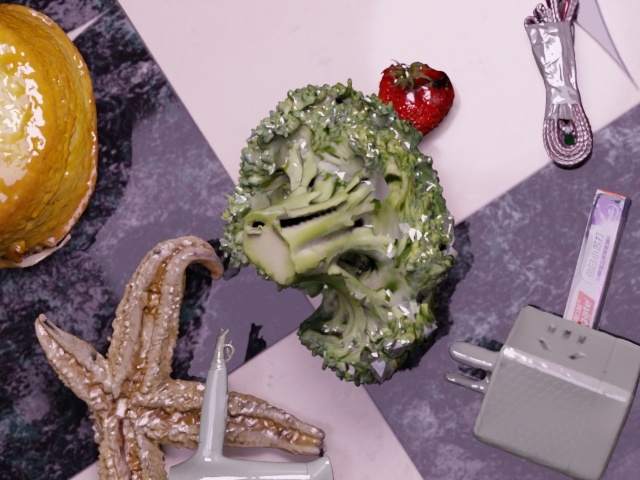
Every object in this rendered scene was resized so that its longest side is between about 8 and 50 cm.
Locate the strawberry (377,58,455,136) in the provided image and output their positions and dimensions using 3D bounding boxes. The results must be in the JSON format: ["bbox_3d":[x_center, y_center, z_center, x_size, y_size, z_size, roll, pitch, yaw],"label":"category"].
[{"bbox_3d":[0.119,-0.174,1.896,0.106,0.106,0.106,0,89,11],"label":"strawberry"}]

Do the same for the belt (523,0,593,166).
[{"bbox_3d":[0.298,-0.207,1.880,0.071,0.053,0.232,-6,88,11],"label":"belt"}]

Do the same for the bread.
[{"bbox_3d":[-0.469,-0.134,1.948,0.337,0.204,0.358,-6,89,15],"label":"bread"}]

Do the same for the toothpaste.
[{"bbox_3d":[0.343,0.036,1.873,0.047,0.040,0.196,15,92,13],"label":"toothpaste"}]

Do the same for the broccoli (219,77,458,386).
[{"bbox_3d":[-0.004,-0.001,1.828,0.249,0.302,0.375,-6,97,54],"label":"broccoli"}]

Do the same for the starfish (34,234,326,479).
[{"bbox_3d":[-0.180,0.228,1.945,0.324,0.082,0.432,-25,92,2],"label":"starfish"}]

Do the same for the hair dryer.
[{"bbox_3d":[-0.092,0.224,1.882,0.206,0.075,0.237,-5,88,-3],"label":"hair dryer"}]

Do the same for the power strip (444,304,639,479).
[{"bbox_3d":[0.262,0.175,1.816,0.224,0.140,0.139,21,118,11],"label":"power strip"}]
